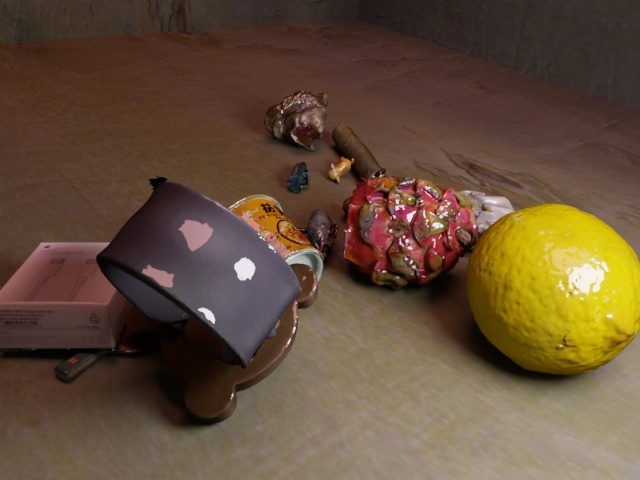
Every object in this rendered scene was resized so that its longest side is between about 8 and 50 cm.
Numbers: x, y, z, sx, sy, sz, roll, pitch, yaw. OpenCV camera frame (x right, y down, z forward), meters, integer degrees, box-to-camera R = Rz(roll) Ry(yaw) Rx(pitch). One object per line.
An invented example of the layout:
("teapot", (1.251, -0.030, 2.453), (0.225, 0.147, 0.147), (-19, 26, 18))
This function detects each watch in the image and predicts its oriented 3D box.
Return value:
("watch", (-0.205, 0.066, 1.062), (0.335, 0.326, 0.314), (23, 64, 32))

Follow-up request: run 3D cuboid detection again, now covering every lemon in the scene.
("lemon", (0.432, 0.089, 1.251), (0.337, 0.335, 0.336), (5, 29, -3))

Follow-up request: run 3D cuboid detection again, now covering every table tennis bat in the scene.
("table tennis bat", (-0.369, 0.175, 1.224), (0.154, 0.021, 0.274), (19, 30, 23))

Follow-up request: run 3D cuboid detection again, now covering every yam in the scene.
("yam", (0.115, -0.254, 2.021), (0.083, 0.083, 0.371), (-3, 33, -16))

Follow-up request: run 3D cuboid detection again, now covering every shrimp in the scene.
("shrimp", (0.000, 0.000, 1.556), (0.090, 0.079, 0.232), (-26, 27, 17))

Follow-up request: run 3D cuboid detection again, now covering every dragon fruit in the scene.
("dragon fruit", (0.202, -0.024, 1.470), (0.291, 0.250, 0.269), (3, 10, 6))

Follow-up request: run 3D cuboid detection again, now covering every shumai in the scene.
("shumai", (-0.050, -0.367, 2.149), (0.218, 0.184, 0.185), (-12, 68, -50))

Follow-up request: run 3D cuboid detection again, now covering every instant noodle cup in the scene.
("instant noodle cup", (-0.111, 0.040, 1.342), (0.216, 0.215, 0.172), (-20, 48, -38))

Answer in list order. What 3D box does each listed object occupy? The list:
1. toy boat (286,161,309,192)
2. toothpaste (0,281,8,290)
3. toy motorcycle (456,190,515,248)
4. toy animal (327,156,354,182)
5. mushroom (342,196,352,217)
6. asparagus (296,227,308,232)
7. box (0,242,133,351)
("toy boat", (-0.057, -0.186, 1.889), (0.060, 0.055, 0.141), (2, 28, 8))
("toothpaste", (-0.630, 0.112, 1.273), (0.057, 0.034, 0.197), (10, 27, 41))
("toy motorcycle", (0.409, -0.052, 1.688), (0.223, 0.107, 0.341), (-17, 29, -25))
("toy animal", (0.057, -0.205, 1.941), (0.081, 0.060, 0.083), (-20, 14, 27))
("mushroom", (0.108, -0.096, 1.776), (0.060, 0.061, 0.187), (31, 23, 14))
("asparagus", (-0.034, -0.027, 1.653), (0.115, 0.014, 0.015), (-4, 48, -19))
("box", (-0.457, 0.099, 1.238), (0.204, 0.106, 0.251), (0, 24, 0))
